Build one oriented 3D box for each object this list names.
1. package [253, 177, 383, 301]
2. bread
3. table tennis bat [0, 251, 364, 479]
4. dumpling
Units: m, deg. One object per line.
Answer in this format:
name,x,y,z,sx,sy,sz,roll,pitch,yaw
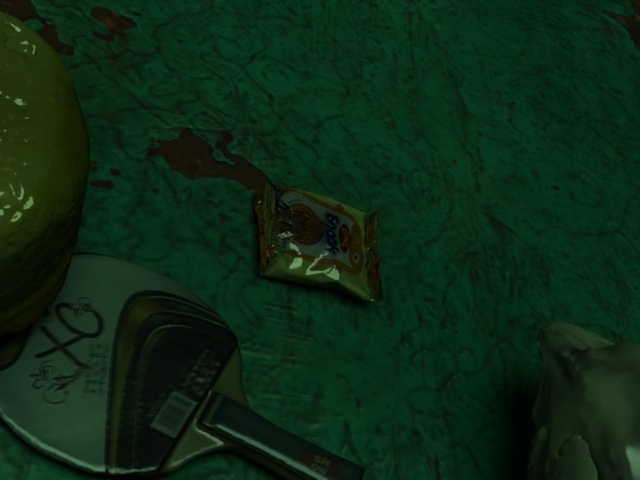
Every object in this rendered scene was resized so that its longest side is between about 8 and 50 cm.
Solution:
package,-0.002,0.000,0.757,0.121,0.031,0.108,14,48,-15
bread,-0.290,-0.049,0.579,0.270,0.148,0.270,11,51,-13
table tennis bat,-0.108,0.111,0.619,0.301,0.022,0.173,29,46,2
dumpling,0.269,0.196,0.609,0.243,0.187,0.318,13,55,-19
